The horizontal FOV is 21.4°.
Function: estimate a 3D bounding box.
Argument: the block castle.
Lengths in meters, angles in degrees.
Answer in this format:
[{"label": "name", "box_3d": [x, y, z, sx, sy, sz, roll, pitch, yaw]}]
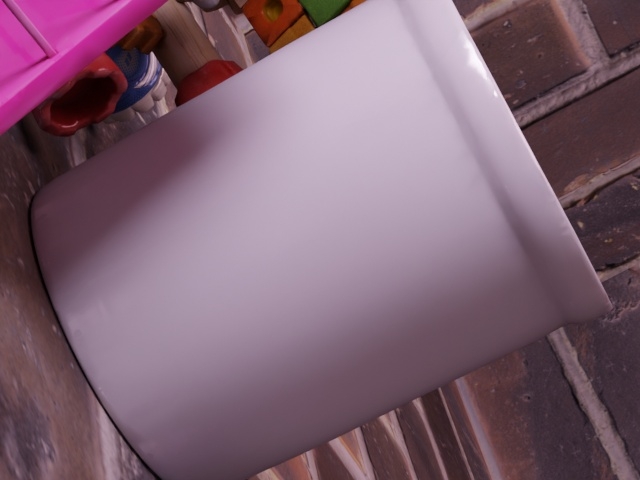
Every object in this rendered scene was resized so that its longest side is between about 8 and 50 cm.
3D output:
[{"label": "block castle", "box_3d": [-0.047, -0.267, 1.484, 0.303, 0.453, 0.213, 3, 47, -56]}]

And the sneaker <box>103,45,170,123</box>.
[{"label": "sneaker", "box_3d": [-0.250, -0.286, 1.744, 0.330, 0.129, 0.147, 67, 6, 28]}]

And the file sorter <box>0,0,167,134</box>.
[{"label": "file sorter", "box_3d": [-0.202, -0.250, 1.192, 0.182, 0.290, 0.202, 53, -5, -33]}]

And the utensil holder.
[{"label": "utensil holder", "box_3d": [0.000, 0.000, 1.427, 0.328, 0.385, 0.327, 59, 9, -15]}]
